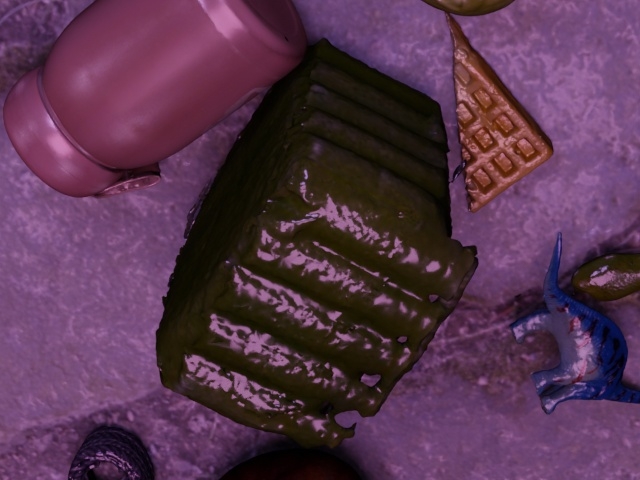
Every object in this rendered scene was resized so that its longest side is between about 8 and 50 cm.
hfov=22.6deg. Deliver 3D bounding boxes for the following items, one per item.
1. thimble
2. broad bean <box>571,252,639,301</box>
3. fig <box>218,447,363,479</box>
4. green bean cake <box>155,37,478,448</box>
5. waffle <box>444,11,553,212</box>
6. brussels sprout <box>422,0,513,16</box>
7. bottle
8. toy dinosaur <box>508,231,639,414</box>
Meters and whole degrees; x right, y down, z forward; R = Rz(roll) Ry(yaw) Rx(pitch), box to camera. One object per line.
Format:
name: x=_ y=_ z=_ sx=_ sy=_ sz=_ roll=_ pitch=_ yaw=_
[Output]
thimble: x=-0.246 y=0.274 z=1.869 sx=0.095 sy=0.066 sz=0.104 roll=-29 pitch=109 yaw=15
broad bean: x=0.395 y=0.029 z=1.712 sx=0.256 sy=0.053 sz=0.052 roll=-7 pitch=88 yaw=14
fig: x=-0.035 y=0.353 z=1.827 sx=0.235 sy=0.214 sz=0.235 roll=10 pitch=113 yaw=26
green bean cake: x=0.000 y=0.000 z=1.578 sx=0.218 sy=0.319 sz=0.335 roll=29 pitch=119 yaw=-15
waffle: x=0.143 y=-0.129 z=1.663 sx=0.125 sy=0.032 sz=0.191 roll=-37 pitch=108 yaw=22
brussels sprout: x=0.148 y=-0.272 z=1.526 sx=0.152 sy=0.149 sz=0.122 roll=3 pitch=135 yaw=19
bottle: x=-0.164 y=-0.159 z=1.591 sx=0.297 sy=0.173 sz=0.206 roll=-36 pitch=144 yaw=19
toy dinosaur: x=0.280 y=0.132 z=1.750 sx=0.144 sy=0.076 sz=0.329 roll=-32 pitch=123 yaw=15
